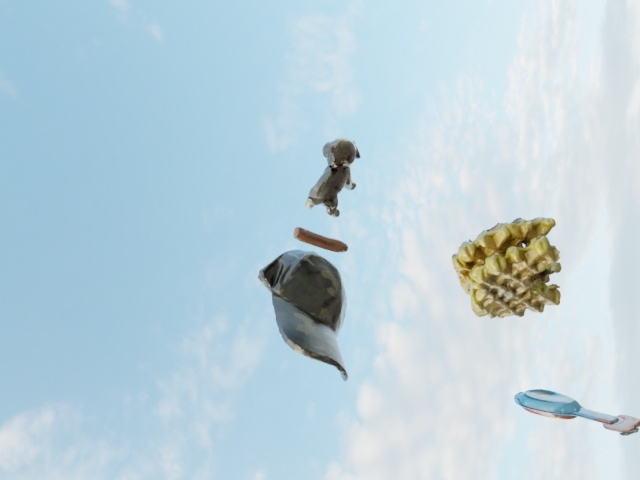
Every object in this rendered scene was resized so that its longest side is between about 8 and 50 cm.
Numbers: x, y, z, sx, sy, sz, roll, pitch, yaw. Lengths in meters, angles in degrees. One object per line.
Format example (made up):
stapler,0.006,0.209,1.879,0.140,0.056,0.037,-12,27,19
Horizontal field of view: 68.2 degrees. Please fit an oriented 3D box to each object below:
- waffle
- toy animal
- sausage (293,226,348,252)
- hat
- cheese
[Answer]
waffle,0.491,0.081,1.220,0.324,0.260,0.151,51,-155,-46
toy animal,0.034,-0.185,1.399,0.234,0.121,0.169,-63,-14,-13
sausage,0.000,0.000,1.368,0.186,0.043,0.043,19,-102,-33
hat,0.012,0.206,1.404,0.366,0.381,0.257,37,-93,-33
cheese,0.502,0.341,0.949,0.106,0.256,0.037,-6,-88,-31
